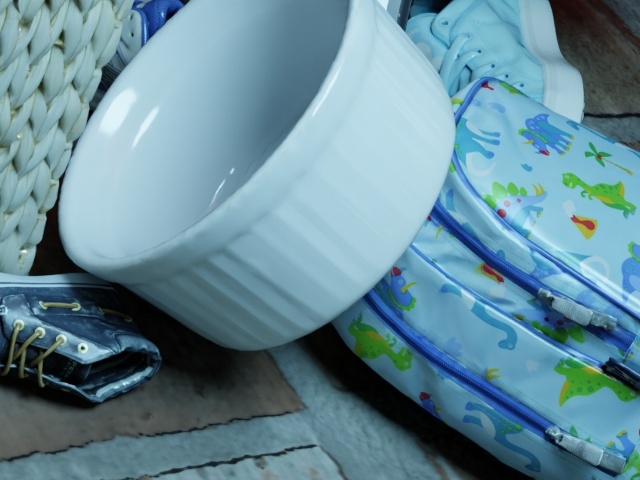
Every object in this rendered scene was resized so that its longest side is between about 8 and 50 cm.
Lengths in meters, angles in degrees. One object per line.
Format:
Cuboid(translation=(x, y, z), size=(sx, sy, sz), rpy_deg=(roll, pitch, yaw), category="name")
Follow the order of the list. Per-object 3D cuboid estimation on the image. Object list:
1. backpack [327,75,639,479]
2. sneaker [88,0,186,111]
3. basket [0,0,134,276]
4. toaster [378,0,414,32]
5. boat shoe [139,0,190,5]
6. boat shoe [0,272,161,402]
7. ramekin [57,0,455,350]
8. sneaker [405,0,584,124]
Cuboid(translation=(0.179, 0.045, 1.418), size=(0.355, 0.273, 0.290), rpy_deg=(20, 37, 15), category="backpack")
Cuboid(translation=(-0.150, -0.156, 1.557), size=(0.296, 0.131, 0.112), rpy_deg=(40, 36, 24), category="sneaker")
Cuboid(translation=(-0.326, -0.146, 1.236), size=(0.266, 0.328, 0.331), rpy_deg=(-7, 44, -44), category="basket")
Cuboid(translation=(0.004, -0.160, 1.569), size=(0.110, 0.186, 0.168), rpy_deg=(15, -11, -13), category="toaster")
Cuboid(translation=(-0.156, -0.271, 1.753), size=(0.158, 0.127, 0.340), rpy_deg=(15, 30, -47), category="boat shoe")
Cuboid(translation=(-0.190, 0.066, 1.264), size=(0.183, 0.065, 0.083), rpy_deg=(-7, 40, -44), category="boat shoe")
Cuboid(translation=(-0.038, -0.058, 1.338), size=(0.135, 0.277, 0.277), rpy_deg=(42, 22, -31), category="ramekin")
Cuboid(translation=(0.138, -0.134, 1.744), size=(0.150, 0.135, 0.366), rpy_deg=(11, 25, -8), category="sneaker")
